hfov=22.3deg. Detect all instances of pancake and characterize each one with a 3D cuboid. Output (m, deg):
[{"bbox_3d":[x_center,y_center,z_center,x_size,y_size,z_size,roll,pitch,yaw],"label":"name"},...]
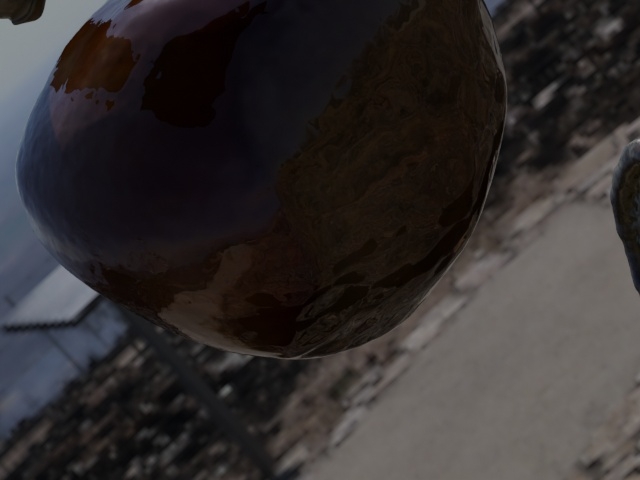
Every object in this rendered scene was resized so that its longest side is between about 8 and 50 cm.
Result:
[{"bbox_3d":[0.365,0.032,1.567,0.033,0.288,0.286,-22,-5,-15],"label":"pancake"}]

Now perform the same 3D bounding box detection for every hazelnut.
[{"bbox_3d":[-0.041,-0.080,1.224,0.366,0.366,0.366,-39,12,10],"label":"hazelnut"}]

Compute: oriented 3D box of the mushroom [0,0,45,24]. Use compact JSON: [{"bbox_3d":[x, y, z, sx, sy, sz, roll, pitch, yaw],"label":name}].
[{"bbox_3d":[-0.352,-0.258,1.293,0.097,0.351,0.109,-17,61,29],"label":"mushroom"}]
